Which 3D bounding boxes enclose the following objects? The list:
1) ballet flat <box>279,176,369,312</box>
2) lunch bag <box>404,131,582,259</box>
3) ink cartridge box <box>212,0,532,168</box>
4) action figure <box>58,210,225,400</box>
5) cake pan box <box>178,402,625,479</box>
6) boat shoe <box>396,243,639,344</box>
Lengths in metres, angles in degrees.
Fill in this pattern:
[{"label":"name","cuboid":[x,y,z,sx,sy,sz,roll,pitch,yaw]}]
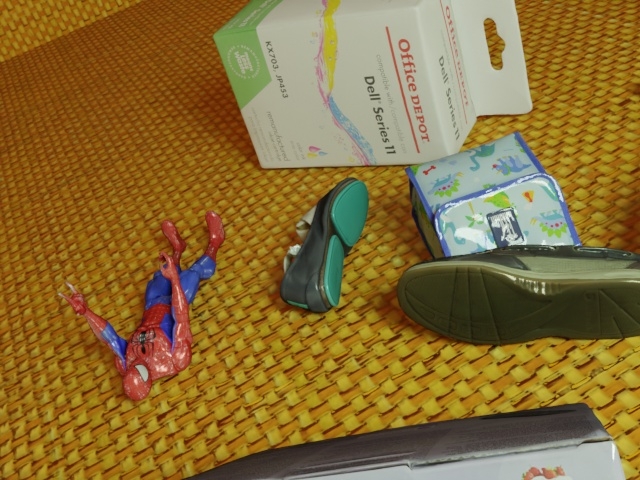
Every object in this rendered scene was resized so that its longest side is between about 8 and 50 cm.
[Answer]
[{"label":"ballet flat","cuboid":[0.000,0.000,0.878,0.074,0.074,0.203,-6,37,21]},{"label":"lunch bag","cuboid":[0.167,-0.022,0.802,0.129,0.096,0.151,-18,49,-1]},{"label":"ink cartridge box","cuboid":[0.065,-0.207,1.016,0.353,0.207,0.119,1,37,30]},{"label":"action figure","cuboid":[-0.177,0.039,0.860,0.091,0.139,0.280,-13,35,13]},{"label":"cake pan box","cuboid":[0.042,0.154,0.495,0.267,0.246,0.070,-11,78,12]},{"label":"boat shoe","cuboid":[0.182,0.041,0.713,0.224,0.080,0.073,0,28,17]}]
